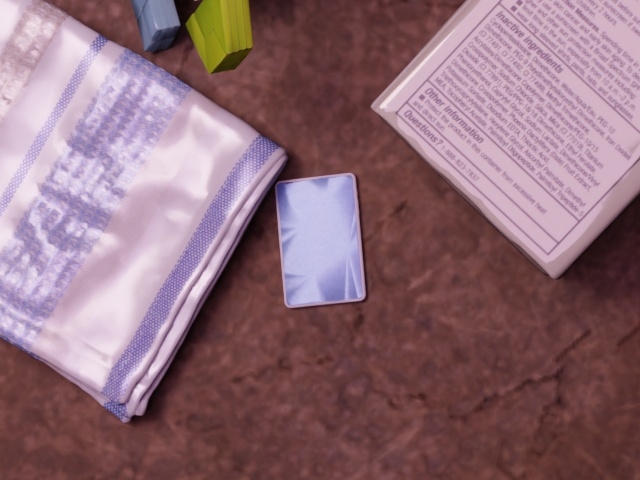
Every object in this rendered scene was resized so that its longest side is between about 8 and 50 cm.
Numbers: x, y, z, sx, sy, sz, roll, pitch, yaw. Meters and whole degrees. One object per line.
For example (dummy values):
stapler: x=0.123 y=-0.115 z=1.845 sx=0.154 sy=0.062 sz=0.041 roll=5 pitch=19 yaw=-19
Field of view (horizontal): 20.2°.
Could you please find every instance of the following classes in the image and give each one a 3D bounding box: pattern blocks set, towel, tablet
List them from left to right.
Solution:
towel: x=-0.186 y=-0.040 z=1.166 sx=0.285 sy=0.034 sz=0.209 roll=32 pitch=93 yaw=4
pattern blocks set: x=-0.084 y=-0.240 z=1.057 sx=0.026 sy=0.325 sz=0.286 roll=-12 pitch=90 yaw=-19
tablet: x=0.000 y=0.000 z=1.158 sx=0.054 sy=0.006 sz=0.083 roll=-6 pitch=84 yaw=12

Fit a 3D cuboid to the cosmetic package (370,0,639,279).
cosmetic package: x=0.186 y=-0.132 z=1.057 sx=0.153 sy=0.129 sz=0.296 roll=45 pitch=96 yaw=6
